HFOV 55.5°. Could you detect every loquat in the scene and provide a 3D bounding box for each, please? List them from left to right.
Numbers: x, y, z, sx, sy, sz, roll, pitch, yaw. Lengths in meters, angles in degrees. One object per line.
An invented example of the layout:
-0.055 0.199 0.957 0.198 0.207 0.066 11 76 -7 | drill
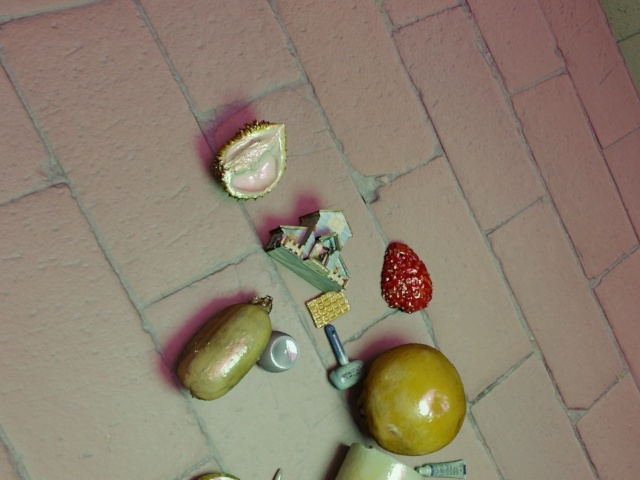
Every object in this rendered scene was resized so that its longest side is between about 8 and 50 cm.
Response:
0.270 0.463 1.779 0.329 0.328 0.328 5 80 -29 | loquat

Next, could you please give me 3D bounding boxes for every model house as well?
0.000 0.000 1.781 0.271 0.178 0.206 36 65 -17 | model house

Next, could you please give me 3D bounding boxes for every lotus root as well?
-0.234 0.267 1.604 0.342 0.169 0.151 -50 148 -25 | lotus root

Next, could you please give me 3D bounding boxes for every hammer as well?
0.060 0.344 1.825 0.116 0.069 0.193 -20 84 -30 | hammer

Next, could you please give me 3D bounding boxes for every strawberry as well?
0.291 0.116 1.960 0.190 0.111 0.236 -12 87 -28 | strawberry

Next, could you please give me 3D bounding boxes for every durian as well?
-0.204 -0.225 1.722 0.249 0.138 0.183 -49 137 -17 | durian

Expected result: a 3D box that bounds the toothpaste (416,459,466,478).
0.395 0.743 1.965 0.216 0.037 0.061 11 77 -32 | toothpaste

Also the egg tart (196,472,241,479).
-0.278 0.745 1.535 0.297 0.132 0.296 1 88 -28 | egg tart

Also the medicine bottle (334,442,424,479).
0.106 0.797 1.675 0.236 0.236 0.406 38 66 -19 | medicine bottle

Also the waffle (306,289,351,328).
0.025 0.200 1.846 0.135 0.021 0.092 -29 97 -30 | waffle

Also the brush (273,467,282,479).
-0.149 0.773 1.652 0.042 0.039 0.299 14 68 13 | brush

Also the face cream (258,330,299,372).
-0.120 0.311 1.698 0.117 0.104 0.117 5 79 -28 | face cream
